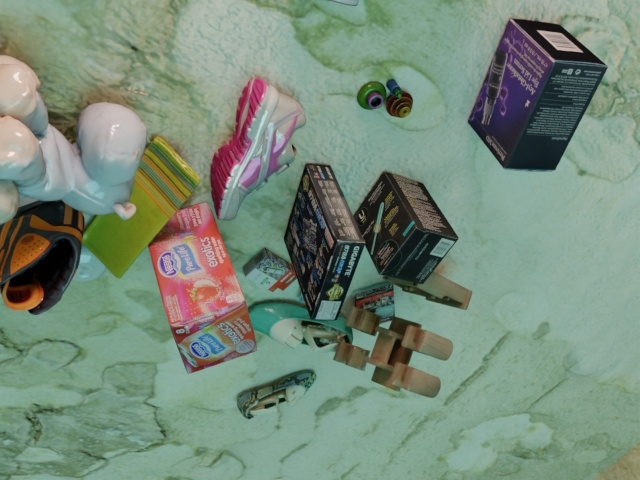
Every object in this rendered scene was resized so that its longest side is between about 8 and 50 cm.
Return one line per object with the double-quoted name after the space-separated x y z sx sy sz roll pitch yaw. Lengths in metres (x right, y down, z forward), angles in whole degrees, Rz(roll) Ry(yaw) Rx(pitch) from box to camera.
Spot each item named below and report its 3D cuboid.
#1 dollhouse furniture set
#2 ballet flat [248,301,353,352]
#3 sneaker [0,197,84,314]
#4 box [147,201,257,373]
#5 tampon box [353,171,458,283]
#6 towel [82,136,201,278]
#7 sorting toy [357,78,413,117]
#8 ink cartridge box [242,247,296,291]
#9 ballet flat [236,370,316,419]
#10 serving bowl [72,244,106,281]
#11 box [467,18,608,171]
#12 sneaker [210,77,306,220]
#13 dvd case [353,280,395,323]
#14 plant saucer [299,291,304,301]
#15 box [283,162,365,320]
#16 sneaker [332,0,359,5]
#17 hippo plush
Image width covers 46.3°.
0.183 0.182 1.504 0.161 0.212 0.242 26 81 -40 "dollhouse furniture set"
-0.033 0.183 1.521 0.247 0.087 0.083 12 123 -30 "ballet flat"
-0.508 0.052 1.145 0.321 0.180 0.124 -31 134 7 "sneaker"
-0.202 0.072 1.234 0.123 0.257 0.128 -17 135 -10 "box"
0.150 -0.023 1.357 0.101 0.161 0.120 14 125 -32 "tampon box"
-0.296 -0.049 1.207 0.237 0.102 0.021 -47 174 21 "towel"
0.114 -0.231 1.239 0.102 0.042 0.061 6 127 -26 "sorting toy"
-0.087 0.065 1.433 0.063 0.029 0.115 -42 132 16 "ink cartridge box"
-0.091 0.351 1.666 0.188 0.070 0.070 -21 135 -4 "ballet flat"
-0.407 0.043 1.286 0.083 0.027 0.083 -11 134 -12 "serving bowl"
0.355 -0.240 1.250 0.108 0.153 0.207 0 129 -22 "box"
-0.099 -0.130 1.202 0.111 0.103 0.252 12 125 -28 "sneaker"
0.116 0.139 1.593 0.087 0.013 0.119 -16 133 -8 "dvd case"
0.002 0.045 1.460 0.067 0.018 0.192 -4 130 -19 "plant saucer"
0.000 0.000 1.276 0.051 0.220 0.175 2 128 -21 "box"
0.013 -0.378 1.065 0.118 0.042 0.067 -1 135 -31 "sneaker"
-0.365 -0.091 1.038 0.237 0.234 0.294 12 124 -29 "hippo plush"
